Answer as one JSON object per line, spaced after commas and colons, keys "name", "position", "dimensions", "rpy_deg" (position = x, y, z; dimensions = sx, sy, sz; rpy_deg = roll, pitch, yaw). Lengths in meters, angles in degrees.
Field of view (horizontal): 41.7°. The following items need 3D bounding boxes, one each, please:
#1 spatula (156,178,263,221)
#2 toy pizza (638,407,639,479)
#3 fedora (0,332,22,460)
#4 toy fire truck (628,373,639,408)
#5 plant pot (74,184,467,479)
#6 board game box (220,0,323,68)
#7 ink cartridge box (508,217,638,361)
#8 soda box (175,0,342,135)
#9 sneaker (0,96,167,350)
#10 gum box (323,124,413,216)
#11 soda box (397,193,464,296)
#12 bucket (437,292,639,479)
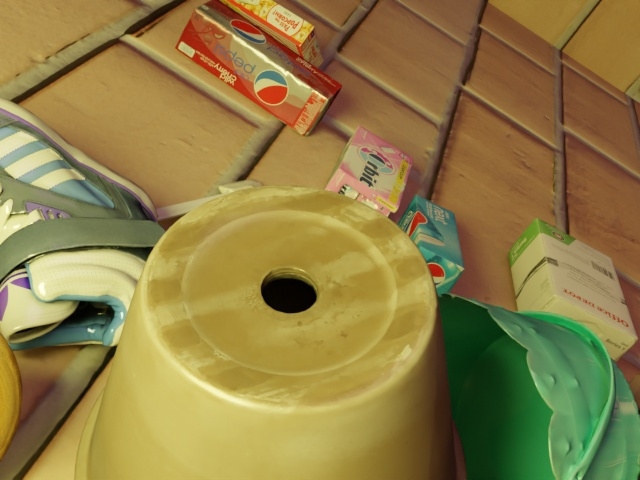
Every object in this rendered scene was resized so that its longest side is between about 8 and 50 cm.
{"name": "spatula", "position": [-0.106, -0.008, 1.081], "dimensions": [0.168, 0.019, 0.242], "rpy_deg": [50, 34, 13]}
{"name": "toy pizza", "position": [0.339, 0.269, 0.849], "dimensions": [0.032, 0.201, 0.201], "rpy_deg": [-5, 36, 4]}
{"name": "fedora", "position": [-0.326, 0.117, 0.620], "dimensions": [0.194, 0.194, 0.079], "rpy_deg": [10, 3, -34]}
{"name": "toy fire truck", "position": [0.306, 0.198, 1.068], "dimensions": [0.246, 0.158, 0.217], "rpy_deg": [17, 26, -48]}
{"name": "plant pot", "position": [-0.033, 0.121, 0.628], "dimensions": [0.323, 0.280, 0.323], "rpy_deg": [3, 46, -3]}
{"name": "board game box", "position": [-0.091, -0.372, 1.458], "dimensions": [0.193, 0.045, 0.147], "rpy_deg": [34, -5, 12]}
{"name": "ink cartridge box", "position": [0.398, 0.085, 1.347], "dimensions": [0.160, 0.092, 0.219], "rpy_deg": [27, 33, -11]}
{"name": "soda box", "position": [-0.100, -0.287, 1.390], "dimensions": [0.263, 0.083, 0.092], "rpy_deg": [35, 30, -1]}
{"name": "sneaker", "position": [-0.301, -0.013, 0.797], "dimensions": [0.323, 0.130, 0.236], "rpy_deg": [27, 28, -22]}
{"name": "gum box", "position": [0.075, -0.097, 1.320], "dimensions": [0.107, 0.062, 0.188], "rpy_deg": [32, 32, -5]}
{"name": "soda box", "position": [0.154, 0.008, 1.214], "dimensions": [0.071, 0.067, 0.210], "rpy_deg": [27, 22, -7]}
{"name": "bucket", "position": [0.168, 0.191, 0.845], "dimensions": [0.183, 0.281, 0.281], "rpy_deg": [11, 39, -40]}
